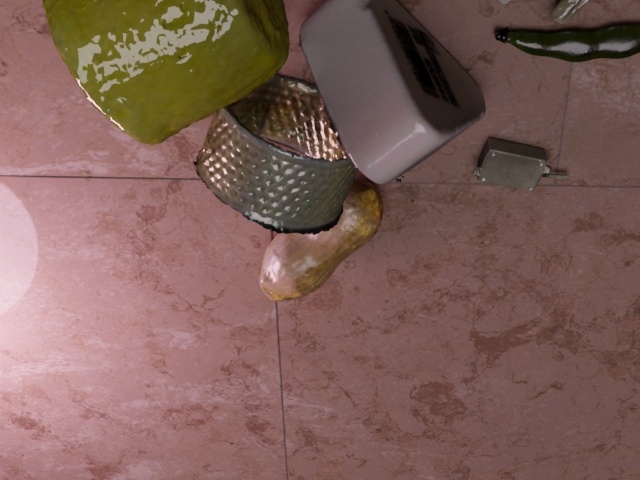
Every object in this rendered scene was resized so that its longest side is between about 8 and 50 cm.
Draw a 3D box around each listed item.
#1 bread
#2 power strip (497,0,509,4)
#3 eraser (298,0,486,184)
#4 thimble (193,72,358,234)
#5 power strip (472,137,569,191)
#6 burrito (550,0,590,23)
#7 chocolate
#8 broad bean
[{"bbox_3d":[-0.220,-0.341,1.645,0.307,0.348,0.348,-21,125,11],"label":"bread"},{"bbox_3d":[0.332,-0.439,1.675,0.035,0.081,0.192,36,123,-21],"label":"power strip"},{"bbox_3d":[0.102,-0.266,1.752,0.331,0.331,0.150,37,121,-24],"label":"eraser"},{"bbox_3d":[-0.058,-0.150,1.826,0.270,0.271,0.150,17,125,-10],"label":"thimble"},{"bbox_3d":[0.360,-0.130,1.953,0.175,0.042,0.075,11,129,-7],"label":"power strip"},{"bbox_3d":[0.436,-0.412,1.717,0.045,0.041,0.185,36,121,-12],"label":"burrito"},{"bbox_3d":[0.000,0.000,2.037,0.134,0.134,0.309,34,120,-21],"label":"chocolate"},{"bbox_3d":[0.432,-0.321,1.791,0.297,0.043,0.060,-1,120,6],"label":"broad bean"}]
